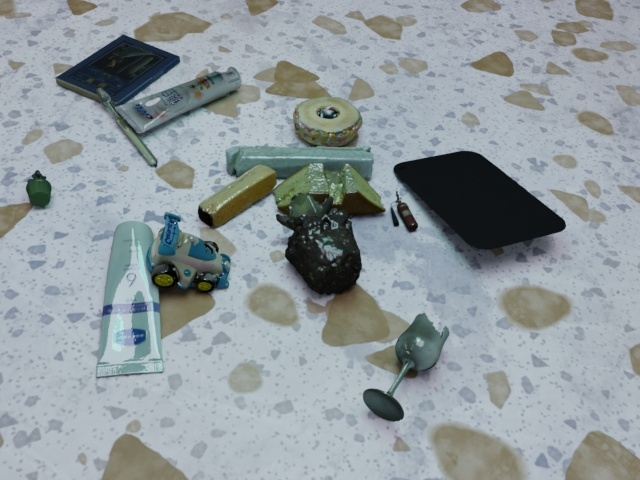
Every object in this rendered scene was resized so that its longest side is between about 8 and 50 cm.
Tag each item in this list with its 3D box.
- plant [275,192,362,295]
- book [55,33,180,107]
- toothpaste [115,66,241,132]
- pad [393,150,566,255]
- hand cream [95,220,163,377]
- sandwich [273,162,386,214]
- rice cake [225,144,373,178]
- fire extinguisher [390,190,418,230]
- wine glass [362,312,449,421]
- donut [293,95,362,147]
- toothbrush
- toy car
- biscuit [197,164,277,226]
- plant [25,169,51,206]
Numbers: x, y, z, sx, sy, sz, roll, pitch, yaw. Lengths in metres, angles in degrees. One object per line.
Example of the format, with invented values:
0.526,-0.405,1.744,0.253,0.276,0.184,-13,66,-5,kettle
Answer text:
0.000,0.000,1.263,0.142,0.131,0.203,-20,50,-20,plant
-0.521,-0.445,1.697,0.191,0.025,0.269,24,48,14,book
-0.336,-0.349,1.598,0.323,0.066,0.100,-33,69,-33,toothpaste
0.372,-0.087,1.472,0.315,0.063,0.375,-13,39,-18,pad
-0.343,0.100,1.188,0.109,0.067,0.320,-2,54,-11,hand cream
0.022,-0.106,1.397,0.245,0.088,0.090,1,46,-6,sandwich
-0.046,-0.177,1.474,0.336,0.066,0.063,0,38,-9,rice cake
0.173,-0.058,1.418,0.046,0.032,0.100,-32,50,10,fire extinguisher
0.151,0.212,1.115,0.079,0.079,0.195,27,50,17,wine glass
0.016,-0.287,1.588,0.175,0.068,0.174,2,46,-2,donut
-0.455,-0.266,1.524,0.026,0.028,0.294,-34,66,-13,toothbrush
-0.237,0.026,1.214,0.162,0.098,0.126,15,44,-16,toy car
-0.176,-0.098,1.386,0.056,0.052,0.188,31,53,33,biscuit
-0.586,-0.115,1.354,0.051,0.051,0.102,-13,44,-19,plant
